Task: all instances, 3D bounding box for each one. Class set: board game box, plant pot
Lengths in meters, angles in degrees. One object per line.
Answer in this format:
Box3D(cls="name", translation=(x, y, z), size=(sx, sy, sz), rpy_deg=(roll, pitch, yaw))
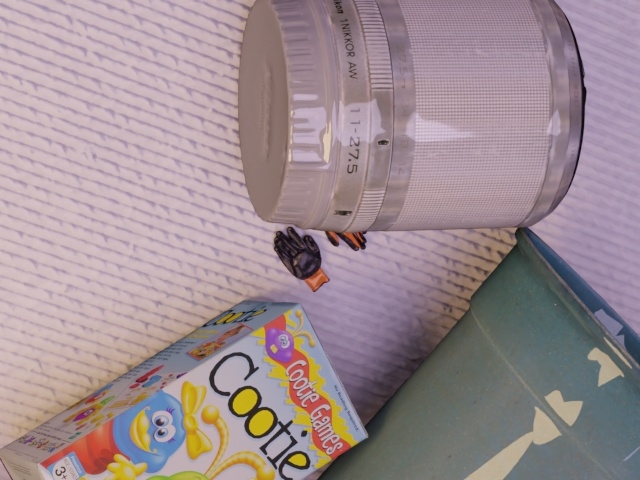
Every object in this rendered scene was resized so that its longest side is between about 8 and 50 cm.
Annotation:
Box3D(cls="board game box", translation=(-0.123, 0.182, 1.660), size=(0.275, 0.144, 0.142), rpy_deg=(-31, 102, -21))
Box3D(cls="plant pot", translation=(0.184, 0.221, 1.721), size=(0.334, 0.341, 0.341), rpy_deg=(-44, 112, 9))

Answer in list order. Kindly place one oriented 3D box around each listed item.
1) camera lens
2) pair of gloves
Box3D(cls="camera lens", translation=(0.081, -0.118, 1.636), size=(0.274, 0.219, 0.219), rpy_deg=(-2, 106, -15))
Box3D(cls="pair of gloves", translation=(0.000, 0.000, 1.758), size=(0.083, 0.010, 0.074), rpy_deg=(-41, 113, 1))
